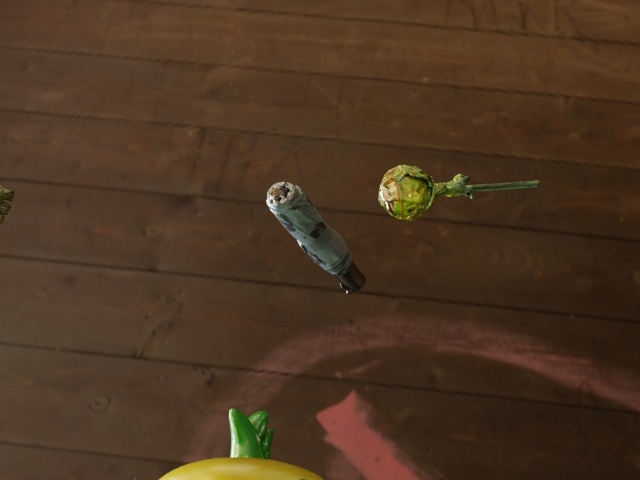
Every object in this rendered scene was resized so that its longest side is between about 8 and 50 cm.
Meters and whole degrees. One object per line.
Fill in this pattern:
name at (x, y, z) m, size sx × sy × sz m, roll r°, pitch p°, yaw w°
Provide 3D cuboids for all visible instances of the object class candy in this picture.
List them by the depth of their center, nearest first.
candy at (0.210, -0.078, 1.283) m, size 0.262 × 0.077 × 0.073 m, roll -5°, pitch -166°, yaw -19°

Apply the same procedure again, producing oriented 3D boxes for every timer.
timer at (-0.086, 0.319, 0.984) m, size 0.285 × 0.285 × 0.285 m, roll 0°, pitch -122°, yaw 0°

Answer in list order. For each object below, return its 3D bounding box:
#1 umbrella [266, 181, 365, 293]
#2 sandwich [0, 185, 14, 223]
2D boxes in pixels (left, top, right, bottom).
umbrella at (0.002, -0.001, 1.207) m, size 0.053 × 0.250 × 0.052 m, roll -27°, pitch -132°, yaw 14°
sandwich at (-0.278, -0.043, 0.660) m, size 0.093 × 0.105 × 0.035 m, roll 17°, pitch -101°, yaw 38°
